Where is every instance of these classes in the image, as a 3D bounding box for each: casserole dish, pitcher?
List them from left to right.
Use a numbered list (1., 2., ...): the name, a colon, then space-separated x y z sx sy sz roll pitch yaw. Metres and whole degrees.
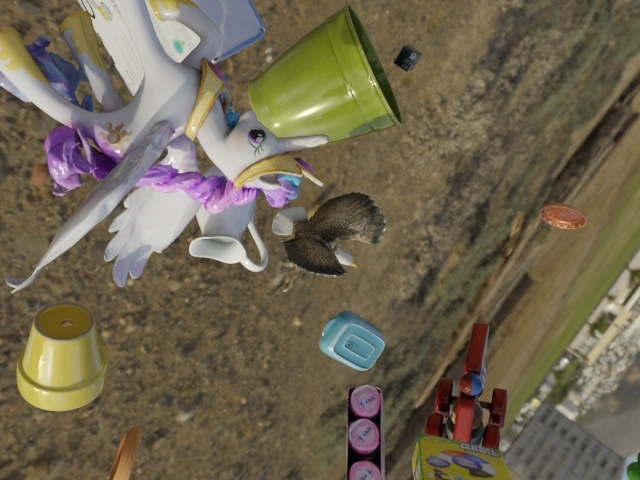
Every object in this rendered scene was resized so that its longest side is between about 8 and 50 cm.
1. pitcher: -0.178 -0.044 1.332 0.125 0.207 0.178 -31 134 33
2. casserole dish: 0.080 0.236 1.484 0.188 0.037 0.114 36 89 -36

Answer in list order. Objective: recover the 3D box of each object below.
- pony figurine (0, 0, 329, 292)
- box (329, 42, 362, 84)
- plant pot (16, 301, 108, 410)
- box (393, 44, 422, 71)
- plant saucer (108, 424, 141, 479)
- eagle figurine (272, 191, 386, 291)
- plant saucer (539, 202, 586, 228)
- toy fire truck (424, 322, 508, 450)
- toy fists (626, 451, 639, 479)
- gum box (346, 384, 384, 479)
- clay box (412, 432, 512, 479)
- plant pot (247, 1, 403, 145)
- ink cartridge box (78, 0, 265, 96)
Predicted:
1. pony figurine: -0.215 -0.120 0.763 0.351 0.363 0.303 -39 178 10
2. box: 0.015 -0.457 1.788 0.201 0.021 0.164 -13 -140 53
3. plant pot: -0.743 0.320 1.884 0.254 0.254 0.239 -26 142 -47
4. box: 0.261 -0.543 1.933 0.062 0.052 0.083 -56 176 24
5. plant saucer: -0.531 0.596 1.747 0.200 0.037 0.200 -162 -90 -74
6. eagle figurine: 0.011 0.003 1.621 0.225 0.226 0.298 1 168 -16
7. plant saucer: 0.451 -0.047 1.205 0.083 0.083 0.013 68 41 -63
8. toy fire truck: 0.344 0.369 1.509 0.302 0.169 0.254 -55 147 -53
9. toy fists: 0.609 0.346 0.994 0.096 0.142 0.279 33 127 -32
10. gum box: 0.080 0.355 1.136 0.107 0.062 0.188 76 15 -60
11. clay box: 0.196 0.331 0.906 0.222 0.127 0.053 -34 135 -82
12. plant pot: 0.000 -0.419 1.843 0.353 0.366 0.366 -23 162 16
13. ink cartridge box: -0.322 -0.444 1.283 0.151 0.395 0.270 -40 110 -36
